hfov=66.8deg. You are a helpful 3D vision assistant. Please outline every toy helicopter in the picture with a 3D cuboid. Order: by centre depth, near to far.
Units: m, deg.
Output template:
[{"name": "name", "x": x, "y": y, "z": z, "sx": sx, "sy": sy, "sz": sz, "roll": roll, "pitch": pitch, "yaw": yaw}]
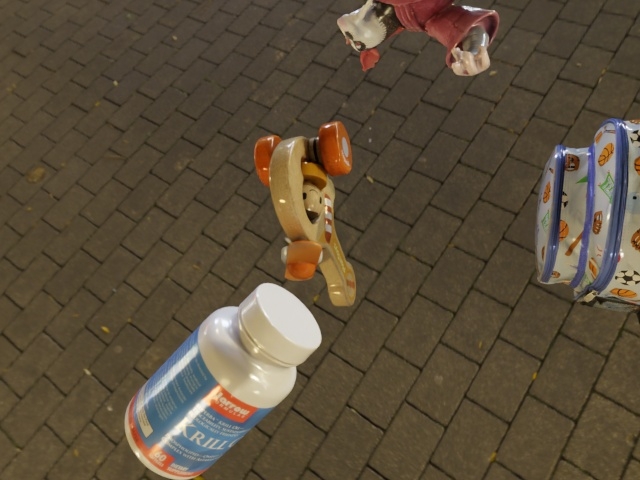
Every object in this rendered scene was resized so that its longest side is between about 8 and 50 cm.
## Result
[{"name": "toy helicopter", "x": 0.000, "y": 0.000, "z": 0.798, "sx": 0.140, "sy": 0.355, "sz": 0.235, "roll": -8, "pitch": 44, "yaw": 17}]

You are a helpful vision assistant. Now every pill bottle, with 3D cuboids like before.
[{"name": "pill bottle", "x": -0.106, "y": 0.153, "z": 0.543, "sx": 0.221, "sy": 0.124, "sz": 0.124, "roll": -47, "pitch": 59, "yaw": 17}]

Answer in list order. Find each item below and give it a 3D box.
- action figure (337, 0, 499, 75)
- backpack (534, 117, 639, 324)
[{"name": "action figure", "x": 0.129, "y": -0.327, "z": 0.502, "sx": 0.248, "sy": 0.370, "sz": 0.275, "roll": 42, "pitch": 60, "yaw": -11}, {"name": "backpack", "x": 0.398, "y": -0.038, "z": 0.640, "sx": 0.213, "sy": 0.263, "sz": 0.276, "roll": 1, "pitch": 77, "yaw": 12}]
